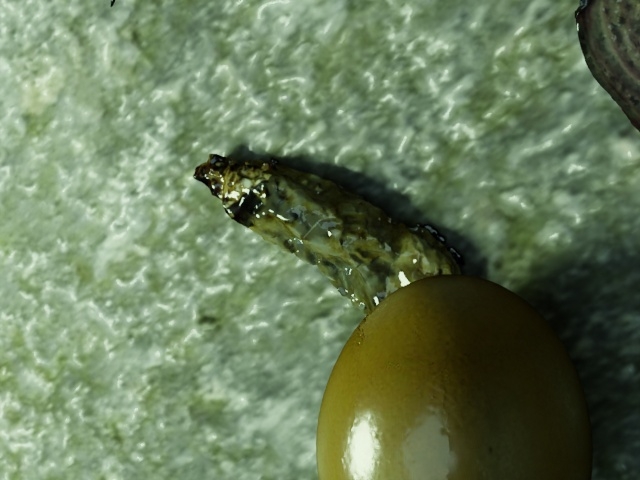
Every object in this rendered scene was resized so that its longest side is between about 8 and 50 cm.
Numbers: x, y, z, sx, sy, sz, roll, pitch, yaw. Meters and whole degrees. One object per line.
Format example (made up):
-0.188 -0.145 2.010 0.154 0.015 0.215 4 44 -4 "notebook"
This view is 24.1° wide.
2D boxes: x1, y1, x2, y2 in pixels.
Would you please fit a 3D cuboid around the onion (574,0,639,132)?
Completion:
0.379 -0.210 1.400 0.250 0.111 0.247 -36 111 19 "onion"

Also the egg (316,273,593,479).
0.136 0.208 1.532 0.283 0.282 0.351 4 110 24 "egg"

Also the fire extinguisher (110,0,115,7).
-0.289 -0.339 1.704 0.177 0.050 0.062 40 99 10 "fire extinguisher"

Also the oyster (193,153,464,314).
0.001 -0.002 1.661 0.345 0.078 0.128 29 124 12 "oyster"
